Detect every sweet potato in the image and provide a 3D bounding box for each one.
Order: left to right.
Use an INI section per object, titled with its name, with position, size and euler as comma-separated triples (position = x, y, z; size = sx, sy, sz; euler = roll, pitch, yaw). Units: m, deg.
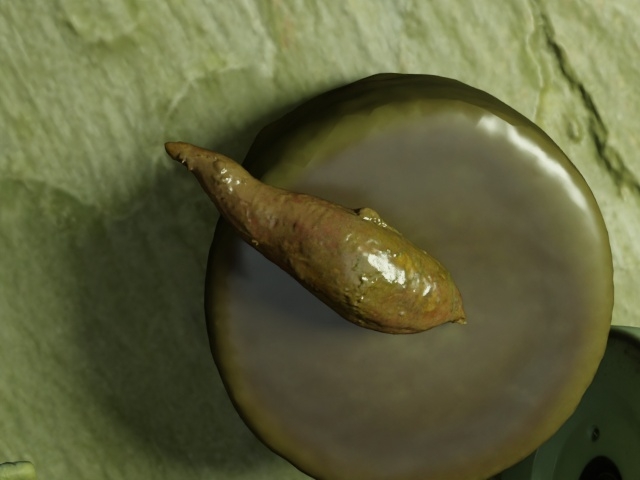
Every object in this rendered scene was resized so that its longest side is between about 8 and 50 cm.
[sweet potato]
position = 0.002, 0.003, 0.707
size = 0.226, 0.068, 0.068
euler = 30, 102, -10

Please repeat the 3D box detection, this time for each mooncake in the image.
[mooncake]
position = 0.058, 0.025, 0.828
size = 0.284, 0.155, 0.284
euler = 0, 105, -2

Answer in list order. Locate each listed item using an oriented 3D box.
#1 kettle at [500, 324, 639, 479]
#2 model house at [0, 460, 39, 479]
[kettle]
position = 0.331, 0.244, 0.904
size = 0.342, 0.247, 0.319
euler = 12, 113, -22
[model house]
position = -0.298, 0.282, 0.852
size = 0.266, 0.261, 0.321
euler = 32, 84, 10
